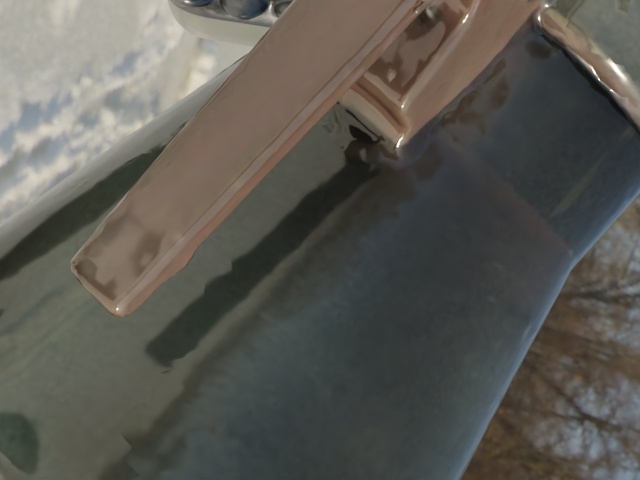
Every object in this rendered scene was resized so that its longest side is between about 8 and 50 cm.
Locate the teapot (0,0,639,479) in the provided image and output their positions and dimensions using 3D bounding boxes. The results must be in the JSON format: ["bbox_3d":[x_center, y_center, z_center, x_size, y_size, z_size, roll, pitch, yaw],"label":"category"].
[{"bbox_3d":[0.000,0.000,0.481,0.344,0.253,0.300,-50,165,2],"label":"teapot"}]

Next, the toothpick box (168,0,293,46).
[{"bbox_3d":[-0.033,-0.294,1.182,0.229,0.317,0.228,-173,-90,-85],"label":"toothpick box"}]
